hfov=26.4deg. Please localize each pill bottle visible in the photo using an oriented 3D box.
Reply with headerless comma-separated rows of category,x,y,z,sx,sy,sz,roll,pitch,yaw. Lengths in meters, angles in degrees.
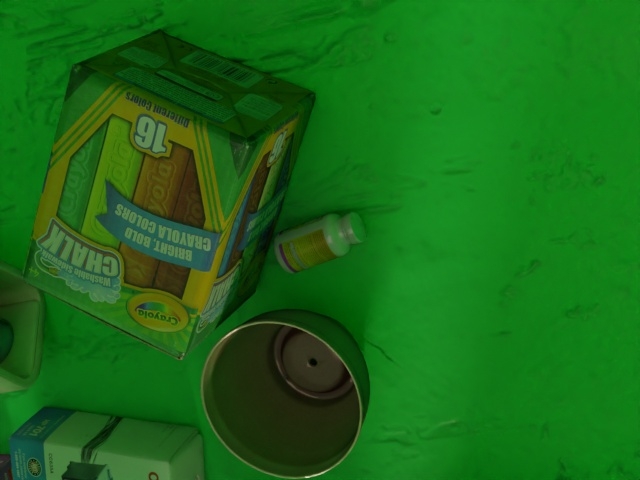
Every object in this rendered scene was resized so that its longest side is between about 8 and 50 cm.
pill bottle,0.000,0.000,1.304,0.083,0.043,0.043,-20,101,26

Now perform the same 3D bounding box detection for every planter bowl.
planter bowl,-0.021,0.134,1.322,0.162,0.109,0.162,6,110,18

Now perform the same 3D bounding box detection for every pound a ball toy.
pound a ball toy,-0.453,0.153,1.451,0.319,0.136,0.208,-12,63,24

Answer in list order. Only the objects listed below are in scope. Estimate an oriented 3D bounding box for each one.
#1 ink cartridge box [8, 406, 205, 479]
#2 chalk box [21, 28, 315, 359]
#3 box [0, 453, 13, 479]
ink cartridge box,-0.226,0.265,1.462,0.190,0.082,0.140,5,110,20
chalk box,-0.148,-0.020,1.275,0.180,0.179,0.289,23,115,12
box,-0.426,0.385,1.591,0.201,0.057,0.293,-1,108,20
